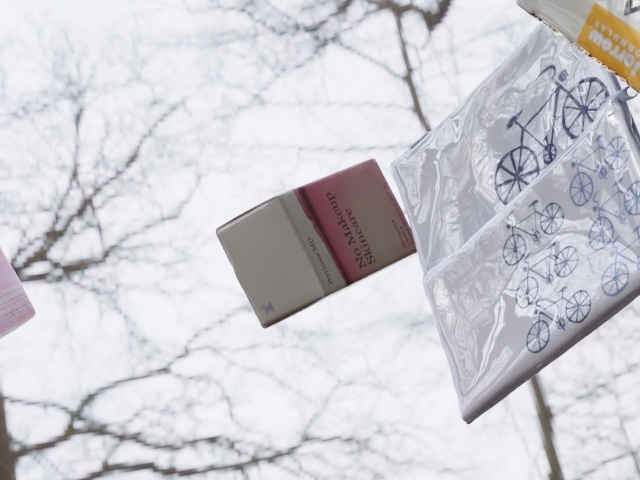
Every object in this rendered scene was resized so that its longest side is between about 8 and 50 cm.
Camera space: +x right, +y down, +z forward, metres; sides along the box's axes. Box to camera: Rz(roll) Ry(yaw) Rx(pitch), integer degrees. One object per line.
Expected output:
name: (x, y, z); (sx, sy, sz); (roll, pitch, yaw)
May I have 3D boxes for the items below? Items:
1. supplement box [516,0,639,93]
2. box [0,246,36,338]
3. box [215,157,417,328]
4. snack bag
supplement box: (0.119, -0.069, 0.455); (0.098, 0.062, 0.036); (4, -59, -43)
box: (-0.290, 0.038, 0.802); (0.154, 0.142, 0.300); (-30, 3, 6)
box: (0.000, 0.000, 1.918); (0.127, 0.149, 0.232); (-28, -2, 39)
snack bag: (0.198, -0.040, 1.424); (0.037, 0.342, 0.323); (13, -41, -34)
